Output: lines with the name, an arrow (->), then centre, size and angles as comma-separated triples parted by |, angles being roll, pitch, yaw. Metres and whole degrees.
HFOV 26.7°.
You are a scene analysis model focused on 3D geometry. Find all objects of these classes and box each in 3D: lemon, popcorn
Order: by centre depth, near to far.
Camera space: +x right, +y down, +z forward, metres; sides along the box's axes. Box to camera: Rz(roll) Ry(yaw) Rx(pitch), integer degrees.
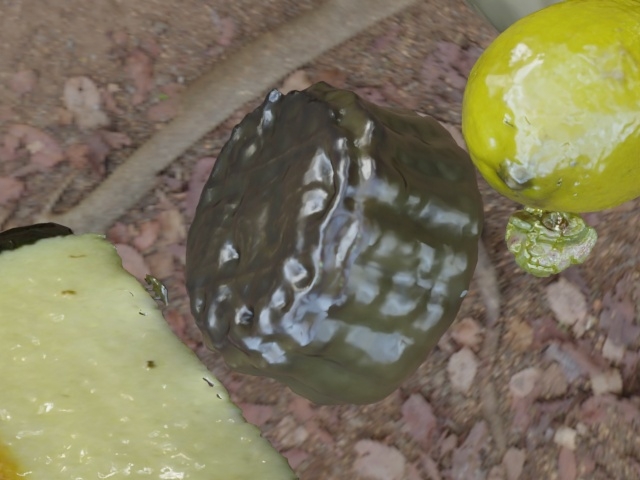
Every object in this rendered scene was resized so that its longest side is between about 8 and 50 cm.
lemon -> 0.103, -0.052, 0.511 | 0.082, 0.111, 0.082 | 36, 136, 43
popcorn -> 0.287, -0.005, 1.689 | 0.109, 0.089, 0.097 | 23, 62, 8

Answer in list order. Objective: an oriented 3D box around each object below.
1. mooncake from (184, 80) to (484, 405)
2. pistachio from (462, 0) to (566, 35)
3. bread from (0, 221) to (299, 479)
mooncake -> 0.002, 0.000, 1.383 | 0.324, 0.187, 0.324 | -31, 49, 44
pistachio -> 0.244, -0.287, 0.946 | 0.365, 0.445, 0.281 | 18, 57, -10
bread -> -0.203, 0.132, 0.775 | 0.346, 0.405, 0.242 | -16, 99, -25
